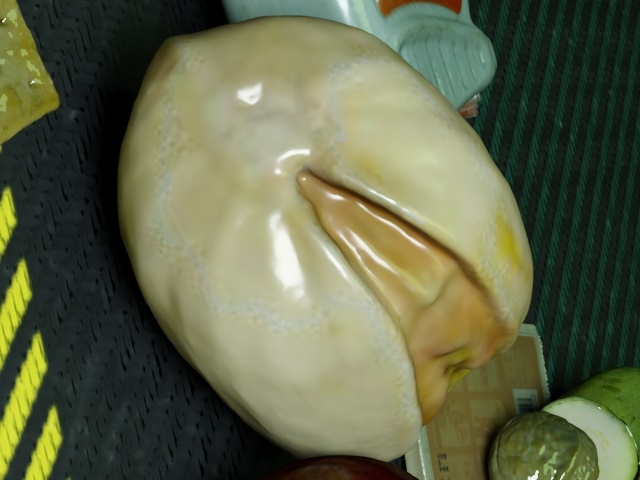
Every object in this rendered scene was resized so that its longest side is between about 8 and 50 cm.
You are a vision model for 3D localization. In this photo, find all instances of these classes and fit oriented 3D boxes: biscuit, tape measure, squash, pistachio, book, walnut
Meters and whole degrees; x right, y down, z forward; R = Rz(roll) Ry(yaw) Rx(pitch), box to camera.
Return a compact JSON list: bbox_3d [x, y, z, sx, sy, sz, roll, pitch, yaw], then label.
[{"bbox_3d":[-0.183,-0.098,1.044,0.081,0.018,0.083,-43,116,-56],"label":"biscuit"},{"bbox_3d":[0.018,-0.162,1.297,0.243,0.125,0.246,-47,121,-62],"label":"tape measure"},{"bbox_3d":[0.235,0.152,1.532,0.188,0.095,0.095,-24,99,-66],"label":"squash"},{"bbox_3d":[0.000,0.000,1.128,0.309,0.230,0.230,54,37,-40],"label":"pistachio"},{"bbox_3d":[0.125,0.144,1.449,0.242,0.018,0.170,9,70,-58],"label":"book"},{"bbox_3d":[0.168,0.171,1.411,0.092,0.092,0.092,29,54,-51],"label":"walnut"}]

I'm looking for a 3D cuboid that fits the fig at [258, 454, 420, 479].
[{"bbox_3d":[0.025,0.241,1.082,0.235,0.214,0.235,40,24,-22],"label":"fig"}]

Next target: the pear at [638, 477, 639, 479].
[{"bbox_3d":[0.270,0.242,1.557,0.141,0.104,0.141,13,90,-83],"label":"pear"}]
